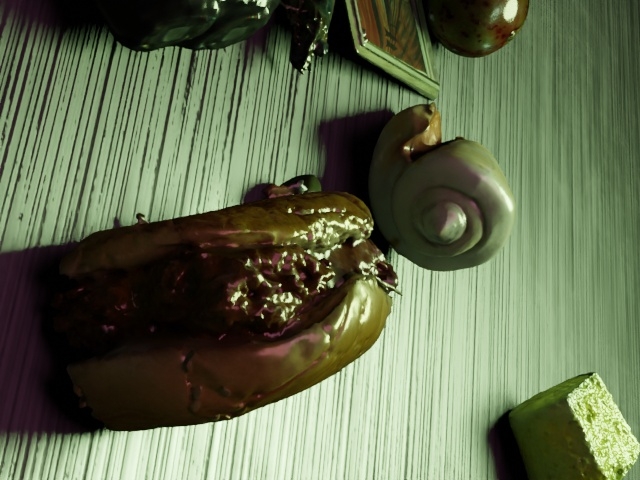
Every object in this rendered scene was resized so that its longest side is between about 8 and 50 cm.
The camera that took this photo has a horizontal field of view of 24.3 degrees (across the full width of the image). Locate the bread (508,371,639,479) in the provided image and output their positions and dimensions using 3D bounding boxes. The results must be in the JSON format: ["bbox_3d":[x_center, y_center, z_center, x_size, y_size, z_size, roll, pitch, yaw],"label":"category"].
[{"bbox_3d":[0.263,0.212,1.571,0.129,0.111,0.114,-26,95,-58],"label":"bread"}]

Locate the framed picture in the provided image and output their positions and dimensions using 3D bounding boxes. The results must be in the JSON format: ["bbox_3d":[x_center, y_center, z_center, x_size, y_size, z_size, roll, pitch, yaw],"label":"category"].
[{"bbox_3d":[0.062,-0.265,1.503,0.273,0.016,0.216,10,68,-69],"label":"framed picture"}]

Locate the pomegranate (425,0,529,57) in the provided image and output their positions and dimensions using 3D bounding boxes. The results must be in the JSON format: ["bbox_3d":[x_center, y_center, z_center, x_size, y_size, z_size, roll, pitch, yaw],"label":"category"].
[{"bbox_3d":[0.165,-0.261,1.631,0.130,0.130,0.130,34,48,-49],"label":"pomegranate"}]

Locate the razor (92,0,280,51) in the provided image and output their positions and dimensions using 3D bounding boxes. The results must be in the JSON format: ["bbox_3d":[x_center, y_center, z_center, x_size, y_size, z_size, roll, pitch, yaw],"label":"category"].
[{"bbox_3d":[-0.136,-0.305,1.132,0.189,0.107,0.327,-9,83,-60],"label":"razor"}]

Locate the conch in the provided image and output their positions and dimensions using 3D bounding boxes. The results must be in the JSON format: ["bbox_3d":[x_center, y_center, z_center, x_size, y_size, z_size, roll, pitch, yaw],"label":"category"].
[{"bbox_3d":[0.111,-0.049,1.457,0.158,0.127,0.255,38,12,-4],"label":"conch"}]

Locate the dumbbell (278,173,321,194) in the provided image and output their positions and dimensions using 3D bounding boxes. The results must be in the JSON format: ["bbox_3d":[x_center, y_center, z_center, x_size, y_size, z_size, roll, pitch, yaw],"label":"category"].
[{"bbox_3d":[0.000,0.000,1.284,0.118,0.046,0.052,60,27,-22],"label":"dumbbell"}]

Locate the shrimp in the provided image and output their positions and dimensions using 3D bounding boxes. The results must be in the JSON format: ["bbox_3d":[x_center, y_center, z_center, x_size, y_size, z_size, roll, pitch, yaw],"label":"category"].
[{"bbox_3d":[-0.037,-0.251,1.347,0.150,0.051,0.217,38,37,-42],"label":"shrimp"}]

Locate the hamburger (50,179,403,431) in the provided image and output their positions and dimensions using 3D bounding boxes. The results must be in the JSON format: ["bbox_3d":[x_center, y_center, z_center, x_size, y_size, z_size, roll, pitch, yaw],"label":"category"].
[{"bbox_3d":[-0.054,0.041,1.058,0.282,0.245,0.155,-12,92,-17],"label":"hamburger"}]
